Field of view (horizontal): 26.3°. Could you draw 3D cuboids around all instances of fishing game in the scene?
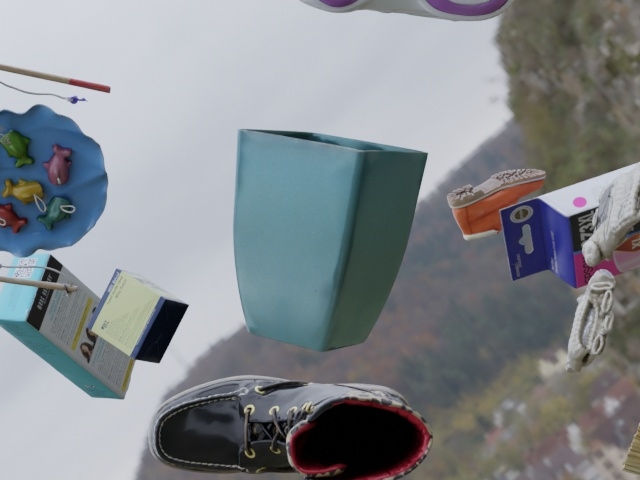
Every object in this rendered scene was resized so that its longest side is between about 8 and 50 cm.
[{"bbox_3d":[-0.321,-0.060,1.466,0.041,0.189,0.264,-103,28,-61],"label":"fishing game"}]

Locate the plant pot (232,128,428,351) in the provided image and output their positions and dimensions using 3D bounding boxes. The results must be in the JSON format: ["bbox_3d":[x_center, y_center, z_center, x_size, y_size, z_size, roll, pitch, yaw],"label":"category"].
[{"bbox_3d":[0.000,0.000,1.570,0.165,0.165,0.234,-4,-76,-60],"label":"plant pot"}]

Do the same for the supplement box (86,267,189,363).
[{"bbox_3d":[-0.220,0.091,1.650,0.083,0.083,0.056,-63,-28,3],"label":"supplement box"}]

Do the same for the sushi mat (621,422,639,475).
[{"bbox_3d":[0.419,0.192,1.133,0.151,0.316,0.019,104,-176,-50],"label":"sushi mat"}]

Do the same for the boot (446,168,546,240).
[{"bbox_3d":[0.278,-0.057,2.099,0.158,0.085,0.059,-21,17,-5],"label":"boot"}]

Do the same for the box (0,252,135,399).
[{"bbox_3d":[-0.334,0.119,1.837,0.244,0.060,0.101,51,-134,-49],"label":"box"}]

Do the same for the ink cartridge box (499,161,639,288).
[{"bbox_3d":[0.457,-0.032,2.032,0.370,0.069,0.176,-17,-41,2],"label":"ink cartridge box"}]

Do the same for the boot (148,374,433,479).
[{"bbox_3d":[-0.039,0.258,1.823,0.377,0.138,0.284,1,-2,-7],"label":"boot"}]

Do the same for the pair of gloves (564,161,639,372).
[{"bbox_3d":[0.316,0.033,1.550,0.204,0.042,0.240,63,-137,-82],"label":"pair of gloves"}]

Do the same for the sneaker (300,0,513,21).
[{"bbox_3d":[0.077,-0.306,1.588,0.152,0.305,0.114,-35,-41,-80],"label":"sneaker"}]
